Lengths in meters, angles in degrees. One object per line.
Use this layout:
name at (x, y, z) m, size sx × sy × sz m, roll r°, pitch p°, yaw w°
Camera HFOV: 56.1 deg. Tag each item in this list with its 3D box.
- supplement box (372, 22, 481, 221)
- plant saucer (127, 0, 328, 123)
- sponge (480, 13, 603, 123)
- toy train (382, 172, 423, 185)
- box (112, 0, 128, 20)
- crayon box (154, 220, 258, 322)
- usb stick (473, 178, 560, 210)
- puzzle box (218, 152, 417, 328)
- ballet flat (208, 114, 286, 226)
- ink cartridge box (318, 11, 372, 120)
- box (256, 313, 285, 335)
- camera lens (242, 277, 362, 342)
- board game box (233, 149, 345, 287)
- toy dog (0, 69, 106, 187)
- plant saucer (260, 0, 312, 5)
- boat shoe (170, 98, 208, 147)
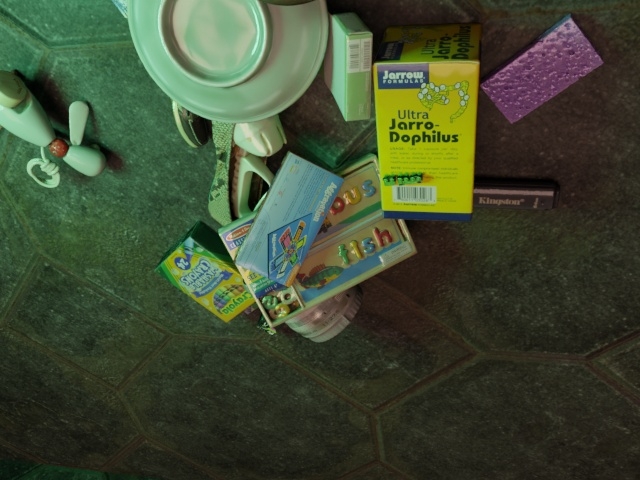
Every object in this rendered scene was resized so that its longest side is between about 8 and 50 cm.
supplement box at (0.225, -0.237, 1.241) m, size 0.196 × 0.194 × 0.356 m, roll 2°, pitch 130°, yaw 14°
plant saucer at (-0.189, -0.404, 1.128) m, size 0.401 × 0.100 × 0.400 m, roll 5°, pitch 118°, yaw 9°
sponge at (0.440, -0.339, 1.207) m, size 0.117 × 0.031 × 0.210 m, roll 41°, pitch 128°, yaw -20°
toy train at (0.167, -0.122, 1.213) m, size 0.083 × 0.017 × 0.023 m, roll -2°, pitch 138°, yaw 17°
box at (-0.380, -0.531, 1.268) m, size 0.137 × 0.027 × 0.094 m, roll -20°, pitch 123°, yaw 28°
crayon box at (-0.290, 0.112, 1.749) m, size 0.323 × 0.083 × 0.203 m, roll 39°, pitch 128°, yaw -18°
usb stick at (0.408, -0.107, 1.401) m, size 0.278 × 0.045 × 0.077 m, roll 3°, pitch 129°, yaw 12°
puzzle box at (0.000, 0.000, 1.427) m, size 0.409 × 0.052 × 0.272 m, roll -28°, pitch 107°, yaw -4°
ballet flat at (-0.163, -0.195, 1.391) m, size 0.182 × 0.164 × 0.482 m, roll 42°, pitch 140°, yaw 27°
ink cartridge box at (0.043, -0.364, 1.183) m, size 0.056 × 0.235 × 0.171 m, roll -9°, pitch 130°, yaw -8°
box at (-0.147, 0.241, 1.839) m, size 0.062 × 0.052 × 0.083 m, roll 32°, pitch 129°, yaw -14°
camera lens at (-0.051, 0.112, 1.593) m, size 0.219 × 0.219 × 0.274 m, roll -32°, pitch 115°, yaw 34°
board game box at (-0.071, -0.046, 1.359) m, size 0.145 × 0.027 × 0.281 m, roll 25°, pitch 97°, yaw -15°
toy dog at (-0.690, -0.301, 1.494) m, size 0.220 × 0.160 × 0.333 m, roll -10°, pitch 141°, yaw 19°
plant saucer at (-0.043, -0.538, 0.969) m, size 0.311 × 0.050 × 0.310 m, roll -11°, pitch 124°, yaw -17°
boat shoe at (-0.298, -0.318, 1.391) m, size 0.074 × 0.080 × 0.223 m, roll 0°, pitch 125°, yaw 21°
